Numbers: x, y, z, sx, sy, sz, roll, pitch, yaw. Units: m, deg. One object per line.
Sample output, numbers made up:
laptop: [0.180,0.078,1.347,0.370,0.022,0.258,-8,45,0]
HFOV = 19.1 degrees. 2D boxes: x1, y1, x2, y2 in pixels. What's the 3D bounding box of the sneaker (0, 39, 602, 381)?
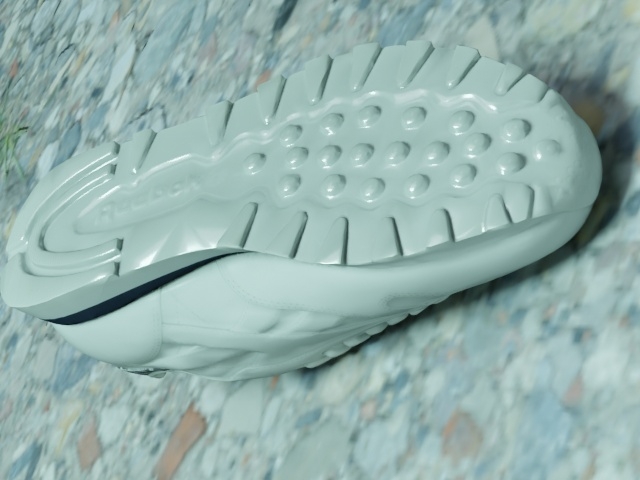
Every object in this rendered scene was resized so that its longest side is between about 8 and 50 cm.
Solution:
sneaker: [0.000,0.000,0.674,0.235,0.095,0.090,-10,49,35]
